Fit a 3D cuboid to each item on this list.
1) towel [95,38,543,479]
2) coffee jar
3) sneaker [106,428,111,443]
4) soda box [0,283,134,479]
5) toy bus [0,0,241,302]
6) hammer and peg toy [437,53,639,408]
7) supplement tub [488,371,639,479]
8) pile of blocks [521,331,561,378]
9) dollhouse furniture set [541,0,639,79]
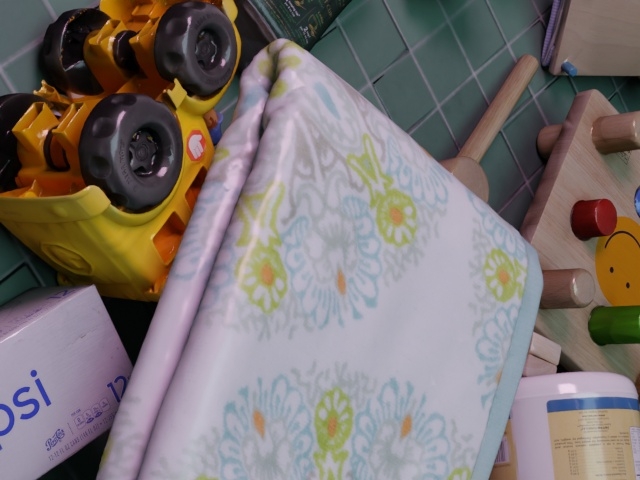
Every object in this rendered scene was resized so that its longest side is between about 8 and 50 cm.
[{"bbox_3d":[0.020,0.093,0.950,0.320,0.090,0.374,39,60,-41],"label":"towel"},{"bbox_3d":[-0.012,-0.221,1.103,0.184,0.079,0.096,-47,112,-31],"label":"coffee jar"},{"bbox_3d":[-0.037,0.184,1.025,0.252,0.111,0.103,13,78,-39],"label":"sneaker"},{"bbox_3d":[-0.257,0.134,0.857,0.286,0.091,0.098,-34,109,-36],"label":"soda box"},{"bbox_3d":[-0.121,-0.054,0.967,0.211,0.149,0.220,55,52,-38],"label":"toy bus"},{"bbox_3d":[0.262,-0.014,1.283,0.361,0.127,0.266,42,62,-30],"label":"hammer and peg toy"},{"bbox_3d":[0.200,0.216,1.090,0.144,0.144,0.199,7,73,-39],"label":"supplement tub"},{"bbox_3d":[0.215,0.234,1.232,0.149,0.112,0.362,-43,112,-34],"label":"pile of blocks"},{"bbox_3d":[0.268,-0.308,1.358,0.286,0.198,0.303,-4,121,-19],"label":"dollhouse furniture set"}]
